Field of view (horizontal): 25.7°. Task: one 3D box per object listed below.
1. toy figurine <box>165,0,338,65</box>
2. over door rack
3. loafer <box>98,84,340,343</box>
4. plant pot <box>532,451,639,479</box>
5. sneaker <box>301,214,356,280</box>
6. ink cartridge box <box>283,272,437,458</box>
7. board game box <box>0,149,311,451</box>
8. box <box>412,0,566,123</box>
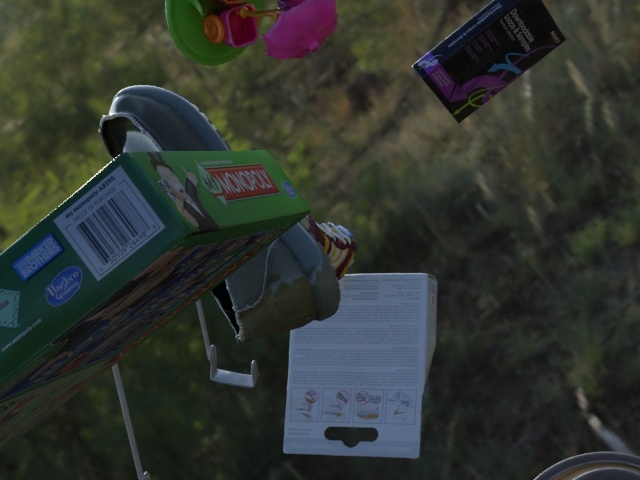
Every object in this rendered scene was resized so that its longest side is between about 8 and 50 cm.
[{"bbox_3d":[-0.052,-0.240,1.342,0.130,0.173,0.159,-26,32,-38],"label":"toy figurine"},{"bbox_3d":[-0.190,0.097,1.472,0.108,0.324,0.239,-7,32,22],"label":"over door rack"},{"bbox_3d":[-0.091,-0.021,1.002,0.087,0.094,0.251,-33,55,-20],"label":"loafer"},{"bbox_3d":[0.333,0.351,1.600,0.263,0.263,0.229,-44,-23,-8],"label":"plant pot"},{"bbox_3d":[0.000,0.000,1.721,0.084,0.069,0.185,-35,-21,-12],"label":"sneaker"},{"bbox_3d":[0.051,0.158,1.794,0.189,0.232,0.066,-1,-8,21],"label":"ink cartridge box"},{"bbox_3d":[-0.162,0.068,0.683,0.317,0.046,0.213,-38,-4,12],"label":"board game box"},{"bbox_3d":[0.196,-0.217,1.616,0.162,0.116,0.029,-39,54,8],"label":"box"}]
